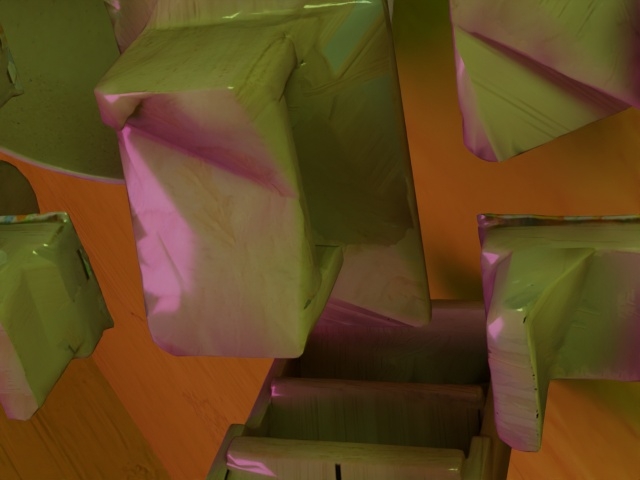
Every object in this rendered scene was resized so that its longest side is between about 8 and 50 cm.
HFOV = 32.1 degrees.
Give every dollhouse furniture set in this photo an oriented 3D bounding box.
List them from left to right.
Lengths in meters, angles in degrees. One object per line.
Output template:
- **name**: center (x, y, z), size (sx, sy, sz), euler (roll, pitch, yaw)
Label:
- **dollhouse furniture set**: center (0.000, 0.000, 0.560), size (0.362, 0.256, 0.394), euler (0, 124, 17)

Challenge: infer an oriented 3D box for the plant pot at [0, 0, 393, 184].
- **plant pot**: center (-0.101, -0.193, 0.622), size (0.284, 0.284, 0.191), euler (88, -176, -51)
